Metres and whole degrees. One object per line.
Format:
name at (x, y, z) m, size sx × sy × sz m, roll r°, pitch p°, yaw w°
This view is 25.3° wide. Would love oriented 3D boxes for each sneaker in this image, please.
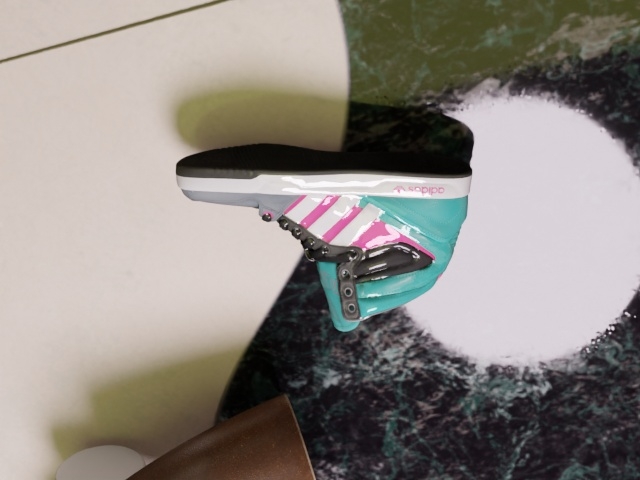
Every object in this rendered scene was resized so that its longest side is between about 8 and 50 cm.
sneaker at (0.000, 0.000, 1.446) m, size 0.295 × 0.124 × 0.178 m, roll 4°, pitch 108°, yaw 5°

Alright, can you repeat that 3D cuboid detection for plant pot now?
plant pot at (-0.117, 0.297, 1.518) m, size 0.230 × 0.215 × 0.215 m, roll -16°, pitch 115°, yaw -6°

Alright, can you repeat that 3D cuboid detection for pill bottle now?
pill bottle at (-0.240, 0.359, 1.650) m, size 0.131 × 0.131 × 0.229 m, roll 0°, pitch 117°, yaw 8°
